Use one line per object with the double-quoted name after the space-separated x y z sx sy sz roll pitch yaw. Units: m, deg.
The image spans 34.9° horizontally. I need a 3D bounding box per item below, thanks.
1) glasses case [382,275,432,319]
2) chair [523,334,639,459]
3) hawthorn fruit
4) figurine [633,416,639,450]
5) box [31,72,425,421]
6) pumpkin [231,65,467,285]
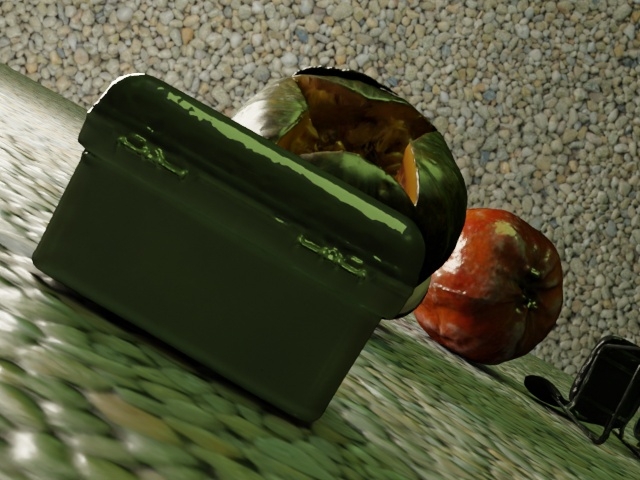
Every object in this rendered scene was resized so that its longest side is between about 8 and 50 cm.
0.000 0.000 1.348 0.314 0.122 0.075 30 -41 15 "glasses case"
0.413 0.211 1.449 0.140 0.145 0.221 29 1 -23 "chair"
0.229 0.067 1.578 0.242 0.241 0.272 27 -13 -38 "hawthorn fruit"
0.533 0.289 1.530 0.194 0.133 0.274 52 -8 -10 "figurine"
-0.051 0.003 0.602 0.210 0.129 0.148 30 2 1 "box"
0.024 -0.065 1.215 0.321 0.192 0.320 11 38 -8 "pumpkin"
